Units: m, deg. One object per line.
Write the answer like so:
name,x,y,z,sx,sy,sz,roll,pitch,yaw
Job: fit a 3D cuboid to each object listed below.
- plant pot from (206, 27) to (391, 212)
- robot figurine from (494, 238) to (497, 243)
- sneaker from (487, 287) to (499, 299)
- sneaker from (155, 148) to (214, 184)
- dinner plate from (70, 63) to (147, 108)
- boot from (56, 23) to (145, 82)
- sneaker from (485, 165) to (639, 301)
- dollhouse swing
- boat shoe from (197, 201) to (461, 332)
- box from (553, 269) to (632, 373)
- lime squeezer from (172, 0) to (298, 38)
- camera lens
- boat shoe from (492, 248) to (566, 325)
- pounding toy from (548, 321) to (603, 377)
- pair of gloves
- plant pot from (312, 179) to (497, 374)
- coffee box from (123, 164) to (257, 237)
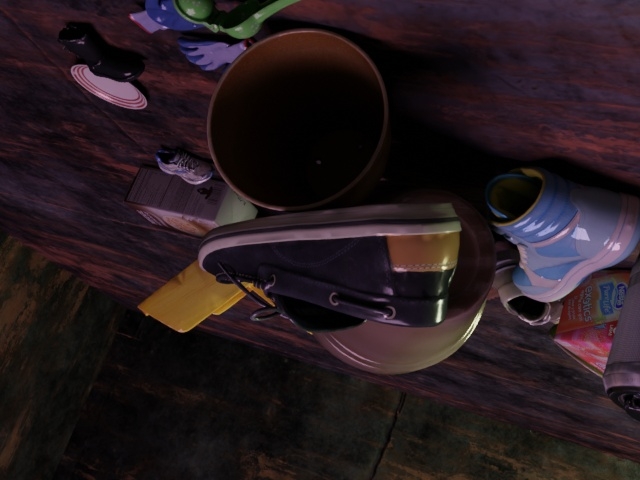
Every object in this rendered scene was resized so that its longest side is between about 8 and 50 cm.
plant pot,0.003,-0.132,1.195,0.237,0.237,0.254,15,175,19
robot figurine,0.264,0.021,1.539,0.115,0.101,0.067,-11,-170,-38
sneaker,0.243,0.049,1.687,0.282,0.153,0.099,-14,153,8
sneaker,-0.276,-0.152,1.732,0.135,0.052,0.058,13,158,24
dinner plate,-0.368,-0.273,1.516,0.141,0.017,0.141,20,164,6
boot,-0.349,-0.299,1.369,0.121,0.045,0.099,12,158,30
sneaker,0.319,-0.016,1.307,0.208,0.127,0.319,21,154,-6
dollhouse swing,-0.183,0.171,2.027,0.305,0.315,0.347,53,-175,1
boat shoe,-0.013,0.042,1.133,0.186,0.156,0.500,-5,-179,-36
box,0.580,0.176,1.556,0.300,0.142,0.154,32,160,-33
lime squeezer,-0.136,-0.302,1.068,0.310,0.059,0.110,18,164,15
camera lens,0.539,0.133,1.231,0.219,0.274,0.219,20,163,6
boat shoe,0.381,0.108,1.579,0.109,0.094,0.302,-26,148,28
pounding toy,0.546,0.178,1.731,0.183,0.110,0.237,21,-163,-42
pair of gloves,-0.173,-0.292,1.208,0.159,0.023,0.198,2,156,44
plant pot,0.135,0.044,1.329,0.323,0.323,0.280,23,168,-6
coffee box,-0.284,-0.075,1.897,0.246,0.098,0.141,12,161,28
